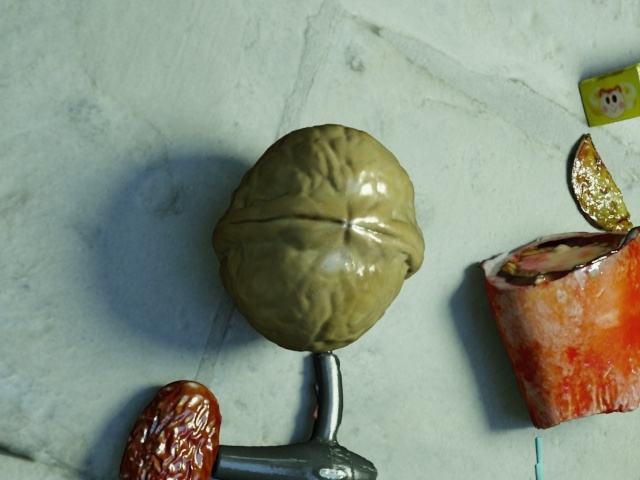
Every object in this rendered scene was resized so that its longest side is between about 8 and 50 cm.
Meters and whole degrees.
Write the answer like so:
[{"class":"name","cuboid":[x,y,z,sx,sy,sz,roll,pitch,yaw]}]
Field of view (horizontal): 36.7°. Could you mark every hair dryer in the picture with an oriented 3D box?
[{"class":"hair dryer","cuboid":[-0.028,0.231,1.350,0.236,0.091,0.271,12,69,-16]}]

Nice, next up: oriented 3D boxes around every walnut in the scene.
[{"class":"walnut","cuboid":[-0.002,-0.001,1.232,0.252,0.313,0.277,40,77,-2]}]

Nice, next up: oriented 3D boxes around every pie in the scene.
[{"class":"pie","cuboid":[0.471,-0.080,1.634,0.088,0.033,0.191,-33,102,-21]}]

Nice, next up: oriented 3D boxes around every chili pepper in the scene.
[{"class":"chili pepper","cuboid":[0.399,0.147,1.476,0.251,0.229,0.305,-19,95,-43]}]

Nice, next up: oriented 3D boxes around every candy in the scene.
[{"class":"candy","cuboid":[0.596,-0.270,1.649,0.276,0.146,0.088,-16,94,-29]}]

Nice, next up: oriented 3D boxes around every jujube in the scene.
[{"class":"jujube","cuboid":[-0.189,0.266,1.236,0.112,0.109,0.176,46,53,-56]}]

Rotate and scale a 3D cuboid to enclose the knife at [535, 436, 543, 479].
[{"class":"knife","cuboid":[0.353,0.362,1.556,0.014,0.005,0.091,-1,88,-28]}]
